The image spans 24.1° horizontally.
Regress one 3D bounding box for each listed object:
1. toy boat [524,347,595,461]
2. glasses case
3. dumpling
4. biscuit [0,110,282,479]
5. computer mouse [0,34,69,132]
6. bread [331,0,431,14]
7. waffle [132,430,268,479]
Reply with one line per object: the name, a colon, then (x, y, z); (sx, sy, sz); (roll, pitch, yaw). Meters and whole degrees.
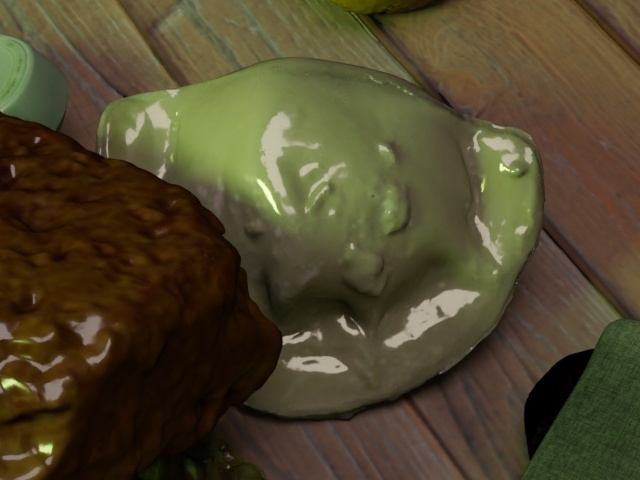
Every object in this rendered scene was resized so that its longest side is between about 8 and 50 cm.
toy boat: (0.281, 0.214, 1.193); (0.134, 0.092, 0.299); (-41, 50, 3)
glasses case: (0.209, 0.212, 1.124); (0.131, 0.074, 0.323); (21, 70, 35)
dumpling: (0.000, 0.000, 1.316); (0.395, 0.233, 0.315); (2, 82, -8)
biscuit: (-0.264, 0.039, 1.117); (0.395, 0.166, 0.343); (23, 29, 24)
computer mouse: (-0.381, -0.123, 1.435); (0.288, 0.097, 0.159); (0, 50, 11)
bread: (0.059, -0.339, 1.596); (0.197, 0.197, 0.170); (-23, 47, -21)
waffle: (-0.123, 0.241, 1.161); (0.223, 0.054, 0.204); (-31, 58, -27)
